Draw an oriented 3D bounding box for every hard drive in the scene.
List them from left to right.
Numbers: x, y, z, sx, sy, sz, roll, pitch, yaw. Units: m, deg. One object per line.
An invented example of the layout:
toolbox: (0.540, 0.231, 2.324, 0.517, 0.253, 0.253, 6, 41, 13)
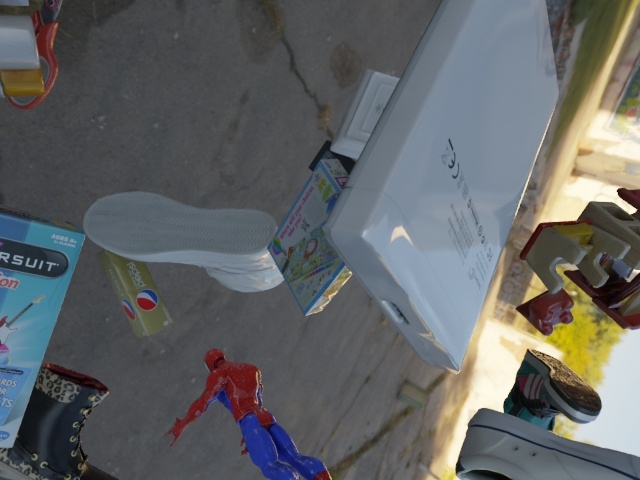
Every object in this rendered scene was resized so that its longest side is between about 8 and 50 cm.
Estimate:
hard drive: (0.043, -0.193, 1.347, 0.094, 0.135, 0.022, -54, 162, 19)
hard drive: (0.139, -0.086, 0.456, 0.233, 0.047, 0.352, 51, 59, -45)

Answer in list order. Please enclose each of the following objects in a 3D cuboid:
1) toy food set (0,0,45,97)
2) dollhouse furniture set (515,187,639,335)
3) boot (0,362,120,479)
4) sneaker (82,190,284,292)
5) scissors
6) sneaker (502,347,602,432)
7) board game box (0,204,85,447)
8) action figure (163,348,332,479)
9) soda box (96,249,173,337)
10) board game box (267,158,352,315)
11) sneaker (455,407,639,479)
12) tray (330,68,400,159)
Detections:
toy food set: (-0.273, -0.212, 0.352, 0.105, 0.111, 0.232, -11, 123, -26)
dollhouse furniture set: (0.438, 0.035, 0.801, 0.375, 0.152, 0.201, -3, 130, -25)
boot: (-0.659, 0.524, 1.342, 0.284, 0.378, 0.138, -62, -166, -10)
sneaker: (-0.194, 0.016, 0.758, 0.169, 0.293, 0.107, 77, 25, -62)
scissors: (-0.397, -0.331, 0.747, 0.297, 0.109, 0.021, -45, -171, 13)
sneaker: (0.486, 0.365, 1.086, 0.295, 0.124, 0.178, -44, 153, -80)
board game box: (-0.510, 0.107, 0.683, 0.254, 0.079, 0.335, 18, 93, -34)
action figure: (-0.090, 0.260, 0.615, 0.092, 0.280, 0.139, 14, 117, -49)
soda box: (-0.353, 0.092, 0.952, 0.058, 0.061, 0.181, -29, 97, -41)
board game box: (0.000, 0.000, 0.559, 0.026, 0.103, 0.154, -10, 149, -39)
sneaker: (0.261, 0.259, 0.503, 0.091, 0.258, 0.094, -53, 128, -28)
tray: (0.131, -0.284, 1.114, 0.030, 0.145, 0.270, 99, 12, -61)
